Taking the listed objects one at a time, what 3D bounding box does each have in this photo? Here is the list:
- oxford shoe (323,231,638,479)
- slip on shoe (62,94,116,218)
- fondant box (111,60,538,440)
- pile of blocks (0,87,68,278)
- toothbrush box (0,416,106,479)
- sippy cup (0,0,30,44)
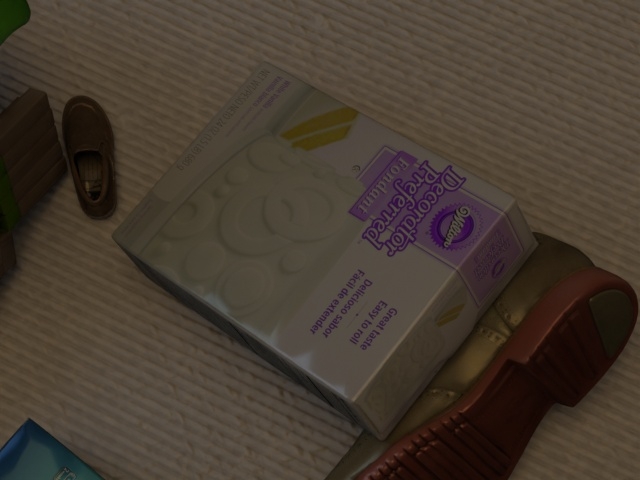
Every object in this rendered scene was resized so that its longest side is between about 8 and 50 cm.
[{"bbox_3d":[0.117,0.156,1.499,0.397,0.140,0.146,-41,44,-4],"label":"oxford shoe"},{"bbox_3d":[-0.237,-0.089,1.620,0.051,0.041,0.135,-9,72,1],"label":"slip on shoe"},{"bbox_3d":[0.000,0.000,1.495,0.330,0.096,0.238,32,76,33],"label":"fondant box"},{"bbox_3d":[-0.380,0.008,1.543,0.112,0.149,0.362,16,72,23],"label":"pile of blocks"},{"bbox_3d":[-0.216,0.341,1.440,0.295,0.126,0.216,36,77,14],"label":"toothbrush box"},{"bbox_3d":[-0.419,-0.157,1.471,0.305,0.240,0.224,9,35,4],"label":"sippy cup"}]
